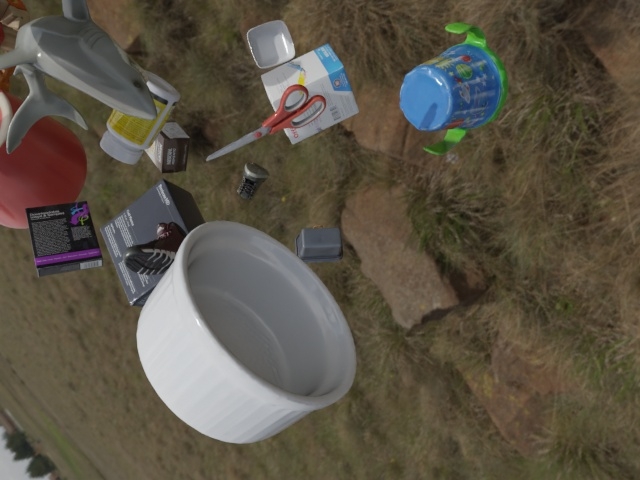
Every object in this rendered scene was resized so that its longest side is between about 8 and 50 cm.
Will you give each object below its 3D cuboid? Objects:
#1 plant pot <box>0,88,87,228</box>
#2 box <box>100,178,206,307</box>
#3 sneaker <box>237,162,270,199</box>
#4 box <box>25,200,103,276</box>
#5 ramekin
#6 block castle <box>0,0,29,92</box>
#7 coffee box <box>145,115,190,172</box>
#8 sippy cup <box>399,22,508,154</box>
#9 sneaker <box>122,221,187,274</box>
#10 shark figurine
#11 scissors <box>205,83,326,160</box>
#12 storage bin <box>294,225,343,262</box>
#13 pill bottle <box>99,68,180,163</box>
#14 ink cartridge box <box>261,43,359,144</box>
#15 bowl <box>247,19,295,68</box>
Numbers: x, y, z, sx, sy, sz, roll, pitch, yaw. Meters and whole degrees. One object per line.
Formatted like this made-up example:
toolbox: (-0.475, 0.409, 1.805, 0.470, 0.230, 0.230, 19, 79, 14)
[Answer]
plant pot: (-0.678, -0.190, 1.156, 0.275, 0.275, 0.243, 42, 171, 13)
box: (-0.565, 0.019, 1.957, 0.343, 0.312, 0.179, 60, -167, 23)
sneaker: (-0.226, -0.185, 1.794, 0.083, 0.118, 0.222, 28, -172, -4)
box: (-0.500, -0.007, 1.065, 0.162, 0.116, 0.029, 61, 147, 32)
ramekin: (-0.097, 0.120, 0.711, 0.277, 0.277, 0.135, 48, 114, 4)
block castle: (-0.926, -0.545, 1.331, 0.303, 0.212, 0.453, -43, 74, 20)
coffee box: (-0.582, -0.370, 2.033, 0.246, 0.098, 0.141, 45, 132, 41)
sippy cup: (0.337, -0.393, 1.450, 0.240, 0.224, 0.306, -13, 99, 51)
sneaker: (-0.485, 0.013, 1.626, 0.106, 0.281, 0.163, -37, 66, 21)
shark figurine: (-0.291, -0.171, 0.550, 0.278, 0.116, 0.166, 4, 128, 47)
scissors: (-0.120, -0.242, 1.231, 0.297, 0.109, 0.021, -35, 54, 21)
storage bin: (0.000, 0.000, 1.502, 0.091, 0.135, 0.098, 107, 160, -70)
pill bottle: (-0.443, -0.298, 1.332, 0.119, 0.119, 0.209, 41, 106, 15)
ink cartridge box: (-0.034, -0.444, 1.660, 0.171, 0.232, 0.168, 63, -177, -47)
bowl: (-0.165, -0.655, 1.843, 0.053, 0.142, 0.142, -142, 33, -85)
